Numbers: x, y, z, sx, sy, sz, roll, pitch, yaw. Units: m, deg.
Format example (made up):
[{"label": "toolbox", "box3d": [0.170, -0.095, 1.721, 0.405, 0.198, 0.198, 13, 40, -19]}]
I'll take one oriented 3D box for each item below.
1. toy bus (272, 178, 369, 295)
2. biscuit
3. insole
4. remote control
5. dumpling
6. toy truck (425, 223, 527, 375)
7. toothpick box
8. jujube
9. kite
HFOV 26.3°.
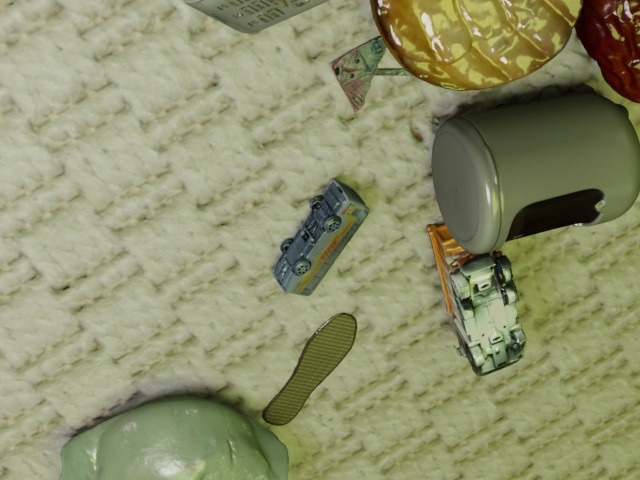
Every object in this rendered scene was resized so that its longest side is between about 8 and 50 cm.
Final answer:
[{"label": "toy bus", "box3d": [0.000, 0.000, 2.111, 0.075, 0.064, 0.190, 18, 116, -39]}, {"label": "biscuit", "box3d": [0.210, -0.351, 1.870, 0.297, 0.102, 0.296, -1, 109, -2]}, {"label": "insole", "box3d": [-0.015, 0.221, 2.311, 0.086, 0.005, 0.253, 19, 116, -33]}, {"label": "remote control", "box3d": [-0.034, -0.341, 1.743, 0.313, 0.055, 0.109, -16, 153, 40]}, {"label": "dumpling", "box3d": [-0.223, 0.380, 2.226, 0.321, 0.212, 0.270, -19, 95, 9]}, {"label": "toy truck", "box3d": [0.257, 0.088, 2.248, 0.114, 0.135, 0.270, -20, 126, -5]}, {"label": "toothpick box", "box3d": [0.344, -0.121, 2.083, 0.317, 0.229, 0.229, -13, 129, -16]}, {"label": "jujube", "box3d": [0.457, -0.313, 1.995, 0.174, 0.174, 0.250, -31, 131, 1]}, {"label": "kite", "box3d": [0.079, -0.242, 1.996, 0.153, 0.005, 0.137, 8, 124, -28]}]
